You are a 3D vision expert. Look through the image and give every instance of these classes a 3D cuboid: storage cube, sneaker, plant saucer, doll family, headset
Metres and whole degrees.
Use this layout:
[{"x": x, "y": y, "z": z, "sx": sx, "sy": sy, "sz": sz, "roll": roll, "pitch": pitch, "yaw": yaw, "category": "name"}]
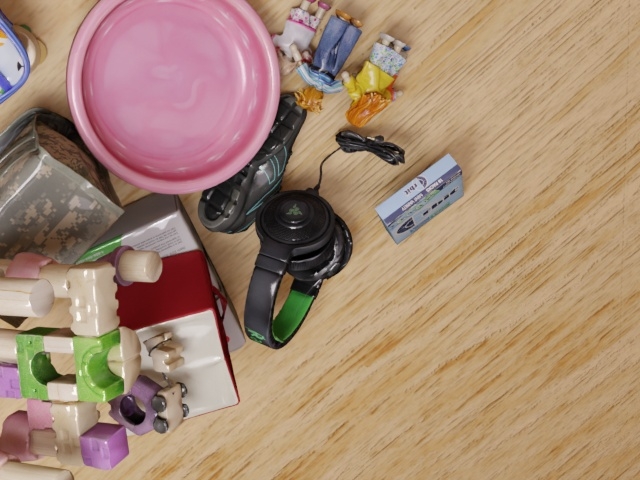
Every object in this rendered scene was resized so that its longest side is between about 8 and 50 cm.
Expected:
[{"x": -0.242, "y": 0.153, "z": 1.286, "sx": 0.214, "sy": 0.193, "sz": 0.184, "roll": -14, "pitch": 118, "yaw": -7, "category": "storage cube"}, {"x": -0.106, "y": -0.126, "z": 1.408, "sx": 0.267, "sy": 0.101, "sz": 0.106, "roll": -54, "pitch": 148, "yaw": 4, "category": "sneaker"}, {"x": -0.226, "y": -0.241, "z": 1.277, "sx": 0.332, "sy": 0.084, "sz": 0.332, "roll": -8, "pitch": 108, "yaw": -26, "category": "plant saucer"}, {"x": 0.036, "y": -0.276, "z": 1.347, "sx": 0.262, "sy": 0.118, "sz": 0.163, "roll": 21, "pitch": 104, "yaw": -22, "category": "doll family"}, {"x": 0.000, "y": 0.000, "z": 1.397, "sx": 0.185, "sy": 0.243, "sz": 0.394, "roll": 18, "pitch": 82, "yaw": 16, "category": "headset"}]

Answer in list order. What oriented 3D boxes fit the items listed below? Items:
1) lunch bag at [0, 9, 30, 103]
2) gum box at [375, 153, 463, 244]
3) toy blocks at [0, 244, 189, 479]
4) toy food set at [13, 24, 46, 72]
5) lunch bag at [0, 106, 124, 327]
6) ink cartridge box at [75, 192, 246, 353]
[{"x": -0.544, "y": -0.286, "z": 1.085, "sx": 0.243, "sy": 0.115, "sz": 0.303, "roll": -36, "pitch": 120, "yaw": -2, "category": "lunch bag"}, {"x": 0.178, "y": -0.069, "z": 1.467, "sx": 0.157, "sy": 0.184, "sz": 0.041, "roll": -36, "pitch": 76, "yaw": 3, "category": "gum box"}, {"x": -0.364, "y": 0.148, "z": 1.054, "sx": 0.259, "sy": 0.309, "sz": 0.289, "roll": 1, "pitch": 100, "yaw": 21, "category": "toy blocks"}, {"x": -0.464, "y": -0.287, "z": 1.250, "sx": 0.083, "sy": 0.020, "sz": 0.083, "roll": -38, "pitch": 119, "yaw": 4, "category": "toy food set"}, {"x": -0.436, "y": -0.057, "z": 1.219, "sx": 0.235, "sy": 0.287, "sz": 0.169, "roll": -46, "pitch": 123, "yaw": 4, "category": "lunch bag"}, {"x": -0.282, "y": 0.087, "z": 1.423, "sx": 0.211, "sy": 0.121, "sz": 0.289, "roll": -24, "pitch": 119, "yaw": -3, "category": "ink cartridge box"}]
